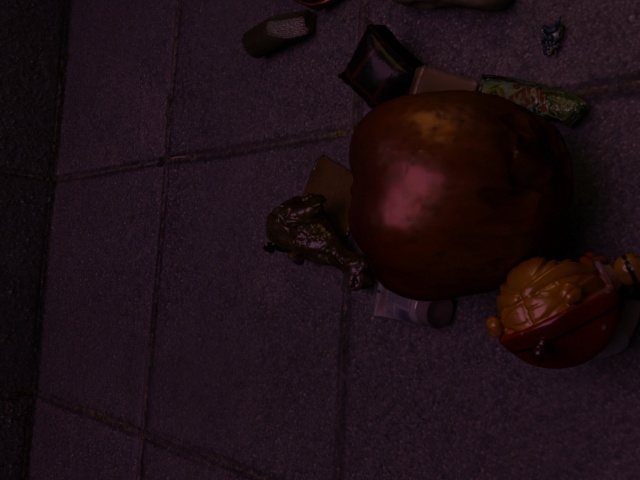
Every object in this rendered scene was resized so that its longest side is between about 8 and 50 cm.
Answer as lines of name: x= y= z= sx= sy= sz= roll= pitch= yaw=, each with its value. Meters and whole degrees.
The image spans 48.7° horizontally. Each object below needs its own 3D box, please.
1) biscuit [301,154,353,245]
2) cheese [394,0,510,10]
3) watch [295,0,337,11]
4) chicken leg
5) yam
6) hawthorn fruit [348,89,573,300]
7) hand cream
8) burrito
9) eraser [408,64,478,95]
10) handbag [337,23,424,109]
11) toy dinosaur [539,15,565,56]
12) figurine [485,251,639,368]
biscuit: x=0.021 y=-0.102 z=1.996 sx=0.232 sy=0.013 sz=0.237 roll=35 pitch=111 yaw=44
cheese: x=0.322 y=-0.718 z=1.680 sx=0.351 sy=0.130 sz=0.328 roll=21 pitch=102 yaw=44
watch: x=-0.006 y=-0.844 z=1.995 sx=0.305 sy=0.241 sz=0.274 roll=-36 pitch=46 yaw=38
chicken leg: x=0.000 y=-0.015 z=1.909 sx=0.361 sy=0.140 sz=0.211 roll=19 pitch=120 yaw=36
yam: x=-0.133 y=-0.639 z=2.175 sx=0.259 sy=0.106 sz=0.106 roll=-12 pitch=76 yaw=46
hawthorn fruit: x=0.277 y=-0.101 z=1.420 sx=0.472 sy=0.472 sz=0.471 roll=-8 pitch=78 yaw=46
hand cream: x=0.211 y=0.150 z=1.725 sx=0.248 sy=0.083 sz=0.133 roll=19 pitch=98 yaw=57
burrito: x=0.447 y=-0.295 z=1.543 sx=0.288 sy=0.054 sz=0.104 roll=28 pitch=105 yaw=45
eraser: x=0.249 y=-0.229 z=1.669 sx=0.078 sy=0.144 sz=0.343 roll=-104 pitch=29 yaw=-79
handbag: x=0.162 y=-0.413 z=1.784 sx=0.215 sy=0.155 sz=0.169 roll=50 pitch=123 yaw=18
toy dinosaur: x=0.501 y=-0.440 z=1.523 sx=0.047 sy=0.030 sz=0.083 roll=13 pitch=95 yaw=46
figurine: x=0.446 y=0.134 z=1.287 sx=0.320 sy=0.323 sz=0.196 roll=-37 pitch=59 yaw=38
